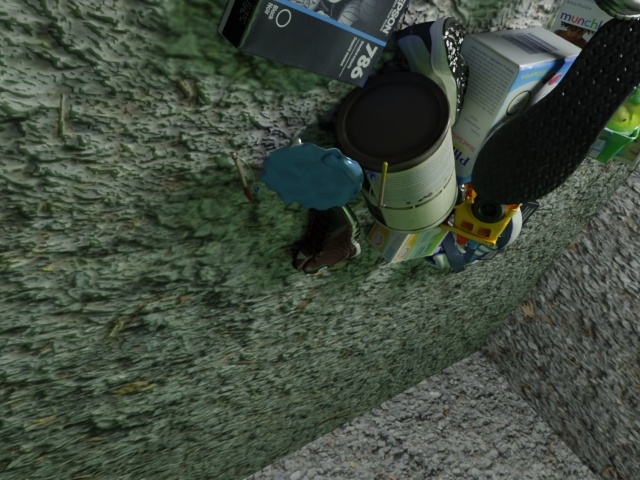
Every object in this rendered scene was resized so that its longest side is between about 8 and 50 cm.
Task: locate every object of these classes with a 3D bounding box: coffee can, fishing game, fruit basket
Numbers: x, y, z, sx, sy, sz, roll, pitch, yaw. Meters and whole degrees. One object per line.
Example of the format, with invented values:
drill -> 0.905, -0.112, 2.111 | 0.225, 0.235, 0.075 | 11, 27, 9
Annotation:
coffee can -> 0.160, -0.157, 1.002 | 0.201, 0.201, 0.275 | -40, 151, -3
fishing game -> -0.016, -0.115, 0.891 | 0.263, 0.041, 0.189 | 3, 151, 9
fruit basket -> 0.663, -0.364, 1.204 | 0.165, 0.326, 0.353 | -53, 161, -30

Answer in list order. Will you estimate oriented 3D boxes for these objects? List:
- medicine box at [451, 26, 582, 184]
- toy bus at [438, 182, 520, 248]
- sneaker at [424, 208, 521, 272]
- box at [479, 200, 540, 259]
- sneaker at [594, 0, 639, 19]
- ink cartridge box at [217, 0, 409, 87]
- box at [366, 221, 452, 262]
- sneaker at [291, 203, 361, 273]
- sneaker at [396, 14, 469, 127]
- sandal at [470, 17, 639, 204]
medicine box -> 0.400, -0.302, 1.145 | 0.263, 0.149, 0.289 | -20, 144, -32
toy bus -> 0.370, -0.075, 1.307 | 0.149, 0.220, 0.212 | -54, 163, -49
sneaker -> 0.433, -0.005, 1.543 | 0.236, 0.130, 0.323 | -14, 159, -13
box -> 0.602, -0.057, 1.757 | 0.184, 0.103, 0.261 | -1, 133, -52
sneaker -> 0.517, -0.489, 0.898 | 0.286, 0.109, 0.130 | 12, 149, -25
ink cartridge box -> 0.024, -0.329, 0.758 | 0.332, 0.065, 0.165 | -5, 134, -47
box -> 0.239, -0.023, 1.375 | 0.203, 0.103, 0.114 | -7, 136, -45
sneaker -> 0.000, 0.000, 1.130 | 0.162, 0.106, 0.281 | -34, 151, -7
sneaker -> 0.217, -0.313, 0.970 | 0.271, 0.107, 0.100 | 47, 56, -58
sandal -> 0.494, -0.238, 1.039 | 0.446, 0.167, 0.107 | -46, 167, 9
